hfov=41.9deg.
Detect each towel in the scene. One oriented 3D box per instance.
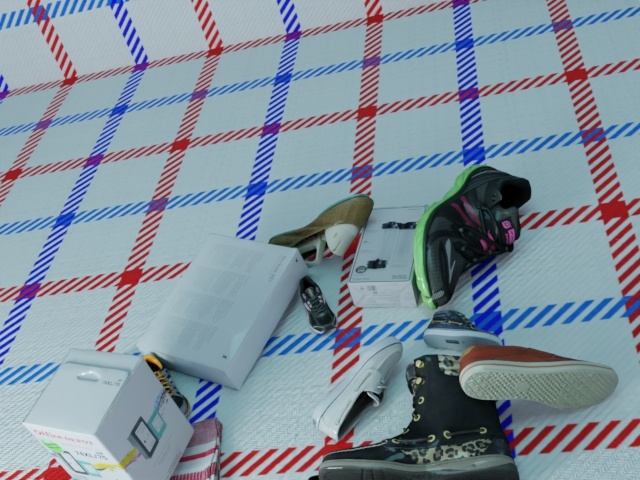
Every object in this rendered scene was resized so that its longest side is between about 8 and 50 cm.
[{"bbox_3d":[-0.330,0.532,1.777,0.237,0.037,0.329,-14,39,8],"label":"towel"}]

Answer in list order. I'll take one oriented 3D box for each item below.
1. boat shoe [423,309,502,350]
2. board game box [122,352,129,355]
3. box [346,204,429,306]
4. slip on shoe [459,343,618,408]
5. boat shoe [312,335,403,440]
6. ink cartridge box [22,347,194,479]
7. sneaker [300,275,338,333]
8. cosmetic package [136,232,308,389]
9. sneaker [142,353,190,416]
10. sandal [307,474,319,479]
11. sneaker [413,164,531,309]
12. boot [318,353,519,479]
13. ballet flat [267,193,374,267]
[{"bbox_3d":[0.326,0.200,1.878,0.183,0.065,0.083,5,45,28],"label":"boat shoe"},{"bbox_3d":[-0.500,0.333,2.098,0.090,0.020,0.090,-39,42,-25],"label":"board game box"},{"bbox_3d":[0.183,0.036,2.117,0.169,0.087,0.290,-3,41,19],"label":"box"},{"bbox_3d":[0.432,0.260,1.655,0.331,0.123,0.101,6,36,-8],"label":"slip on shoe"},{"bbox_3d":[0.100,0.321,1.807,0.267,0.096,0.088,-40,47,-23],"label":"boat shoe"},{"bbox_3d":[-0.436,0.388,1.750,0.198,0.270,0.197,2,46,28],"label":"ink cartridge box"},{"bbox_3d":[-0.017,0.156,2.064,0.072,0.077,0.178,-27,40,-8],"label":"sneaker"},{"bbox_3d":[-0.241,0.166,2.097,0.284,0.097,0.377,9,54,33],"label":"cosmetic package"},{"bbox_3d":[-0.378,0.352,1.975,0.084,0.083,0.215,-30,41,-16],"label":"sneaker"},{"bbox_3d":[0.003,0.499,1.658,0.219,0.060,0.090,-37,42,-22],"label":"sandal"},{"bbox_3d":[0.374,-0.026,2.038,0.202,0.185,0.483,8,47,35],"label":"sneaker"},{"bbox_3d":[0.191,0.374,1.668,0.377,0.138,0.284,-6,41,10],"label":"boot"},{"bbox_3d":[0.000,0.000,2.176,0.342,0.116,0.124,-24,53,25],"label":"ballet flat"}]
